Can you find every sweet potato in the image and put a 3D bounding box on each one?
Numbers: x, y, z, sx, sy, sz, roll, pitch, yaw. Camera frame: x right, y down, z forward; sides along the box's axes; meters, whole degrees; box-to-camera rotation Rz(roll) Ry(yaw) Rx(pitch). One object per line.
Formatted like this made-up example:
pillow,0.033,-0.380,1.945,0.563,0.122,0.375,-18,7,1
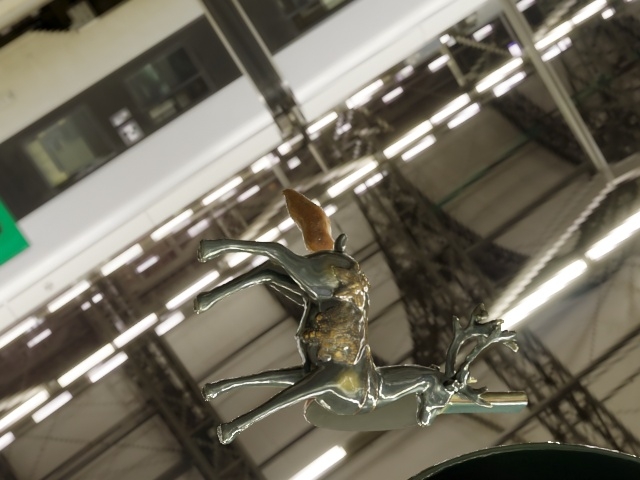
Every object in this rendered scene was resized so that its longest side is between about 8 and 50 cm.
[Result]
sweet potato,-0.002,-0.002,1.165,0.044,0.044,0.179,-32,-131,3

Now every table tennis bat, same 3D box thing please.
table tennis bat,0.127,0.209,1.380,0.301,0.022,0.173,1,147,-16

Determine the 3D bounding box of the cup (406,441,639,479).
cup,0.163,0.402,0.766,0.310,0.392,0.401,7,-152,22

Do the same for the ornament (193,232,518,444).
ornament,0.017,0.033,0.392,0.125,0.073,0.028,-2,170,-19
